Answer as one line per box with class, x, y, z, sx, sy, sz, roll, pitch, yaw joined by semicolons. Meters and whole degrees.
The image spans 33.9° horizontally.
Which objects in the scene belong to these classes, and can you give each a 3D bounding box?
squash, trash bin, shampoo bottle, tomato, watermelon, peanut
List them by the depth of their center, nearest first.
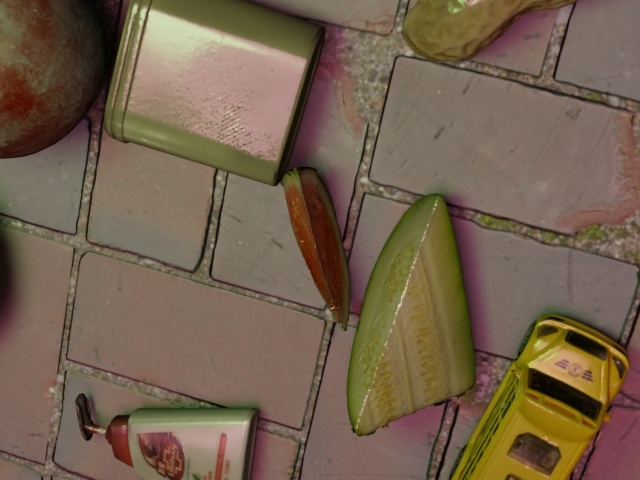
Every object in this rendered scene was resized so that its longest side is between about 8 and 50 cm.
peanut;0.239;-0.327;1.268;0.325;0.140;0.153;-33;139;27
tomato;-0.431;-0.261;1.353;0.283;0.316;0.316;-29;98;4
trash bin;-0.140;-0.216;1.404;0.248;0.121;0.243;18;110;4
watermelon;-0.006;0.002;1.433;0.063;0.119;0.245;-12;112;5
squash;0.091;0.094;1.437;0.203;0.111;0.288;-19;107;-16
shampoo bottle;-0.242;0.305;1.607;0.284;0.071;0.153;9;107;9

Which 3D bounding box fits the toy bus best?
toy bus;0.287;0.270;1.427;0.144;0.152;0.330;27;111;6
